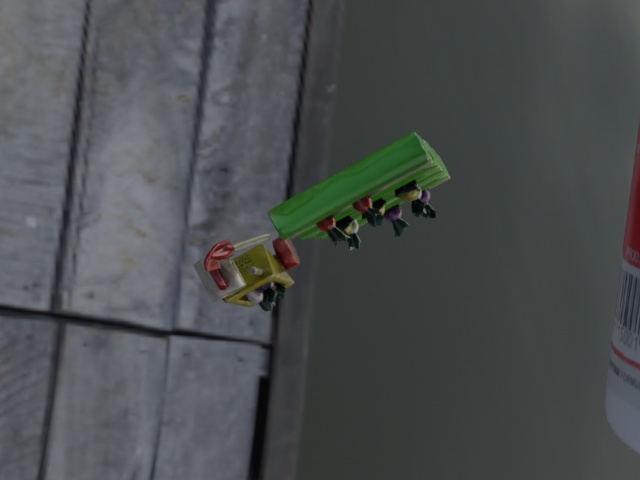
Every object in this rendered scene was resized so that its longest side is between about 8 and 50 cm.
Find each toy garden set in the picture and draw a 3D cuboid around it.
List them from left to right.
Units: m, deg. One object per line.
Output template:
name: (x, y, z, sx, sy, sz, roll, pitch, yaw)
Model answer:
toy garden set: (0.000, 0.000, 1.002, 0.049, 0.204, 0.244, 62, 8, 4)

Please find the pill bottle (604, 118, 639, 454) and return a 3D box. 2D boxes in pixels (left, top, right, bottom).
pill bottle: (0.294, -0.073, 0.766, 0.229, 0.229, 0.407, -2, 101, -45)
